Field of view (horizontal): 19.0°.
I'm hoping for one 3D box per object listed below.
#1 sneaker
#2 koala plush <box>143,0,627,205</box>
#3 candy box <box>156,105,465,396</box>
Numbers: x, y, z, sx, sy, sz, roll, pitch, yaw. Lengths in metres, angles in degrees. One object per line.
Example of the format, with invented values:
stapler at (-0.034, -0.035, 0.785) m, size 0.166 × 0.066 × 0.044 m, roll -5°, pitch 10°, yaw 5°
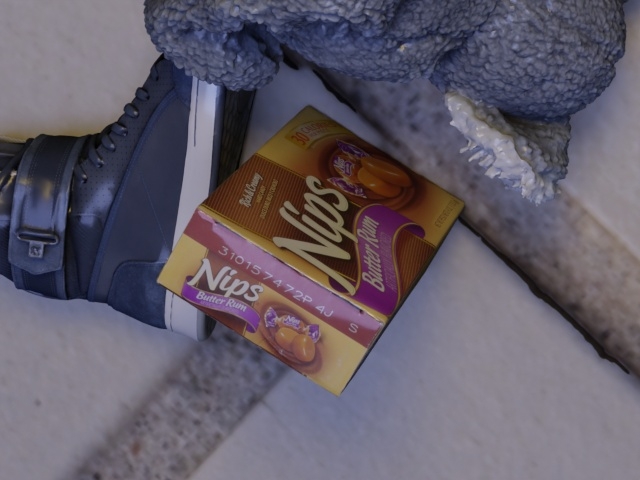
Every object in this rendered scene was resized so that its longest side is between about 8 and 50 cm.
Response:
sneaker at (-0.124, -0.062, 1.072) m, size 0.163 × 0.086 × 0.226 m, roll 15°, pitch 113°, yaw 9°
koala plush at (0.064, -0.128, 0.942) m, size 0.221 × 0.203 × 0.196 m, roll 30°, pitch 84°, yaw -24°
candy box at (0.000, 0.000, 1.000) m, size 0.109 × 0.186 × 0.053 m, roll 32°, pitch 114°, yaw 4°
